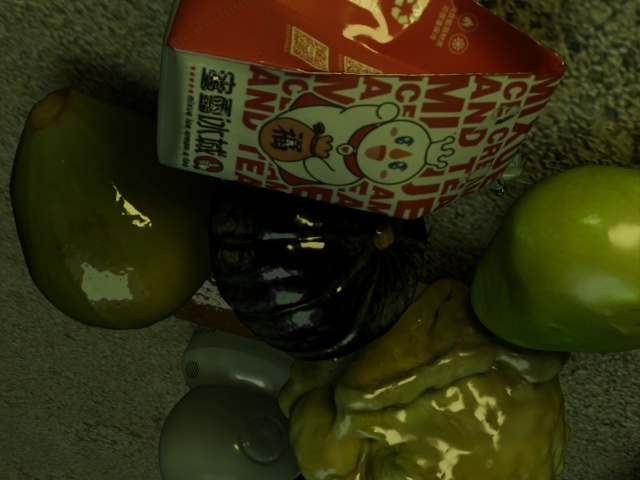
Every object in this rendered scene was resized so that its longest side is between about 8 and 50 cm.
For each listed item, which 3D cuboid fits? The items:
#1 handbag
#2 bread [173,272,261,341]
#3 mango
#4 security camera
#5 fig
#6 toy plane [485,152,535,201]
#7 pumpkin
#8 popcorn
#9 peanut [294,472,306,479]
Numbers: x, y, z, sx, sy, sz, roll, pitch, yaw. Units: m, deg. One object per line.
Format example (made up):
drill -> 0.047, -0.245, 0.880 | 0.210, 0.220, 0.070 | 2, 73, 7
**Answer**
handbag -> 0.028, -0.123, 1.094 | 0.298, 0.151, 0.171 | 13, 148, -1
bread -> -0.071, 0.048, 1.521 | 0.172, 0.103, 0.132 | 16, 149, 1
mango -> 0.244, 0.025, 1.248 | 0.185, 0.149, 0.273 | 12, 160, -4
security camera -> -0.109, 0.241, 1.766 | 0.195, 0.236, 0.194 | 14, 150, 8
fig -> -0.206, -0.029, 1.354 | 0.230, 0.207, 0.207 | 40, 149, -7
toy plane -> 0.150, -0.060, 1.265 | 0.083, 0.033, 0.080 | -3, 136, 35
pumpkin -> 0.000, 0.000, 1.267 | 0.162, 0.220, 0.220 | -5, 146, 42
popcorn -> 0.107, 0.176, 1.453 | 0.312, 0.312, 0.312 | 14, 153, 7
peanut -> 0.065, 0.276, 1.738 | 0.147, 0.147, 0.305 | 29, 122, -22
